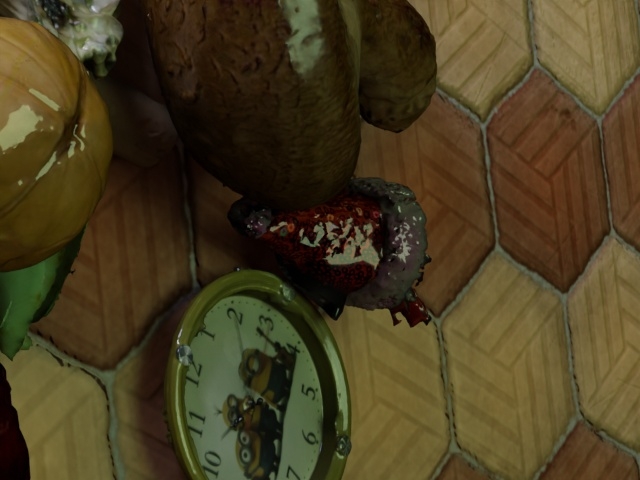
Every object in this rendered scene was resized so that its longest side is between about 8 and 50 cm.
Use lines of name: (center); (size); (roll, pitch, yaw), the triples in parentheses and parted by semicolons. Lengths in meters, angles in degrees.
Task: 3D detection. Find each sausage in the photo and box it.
sausage: (-0.234, -0.125, 1.508); (0.301, 0.066, 0.066); (20, 69, -48)

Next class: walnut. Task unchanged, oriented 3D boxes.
walnut: (-0.256, -0.067, 1.344); (0.193, 0.226, 0.193); (-4, 94, -63)

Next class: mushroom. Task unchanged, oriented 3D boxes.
mushroom: (-0.050, -0.189, 1.567); (0.239, 0.345, 0.345); (-37, 116, -7)

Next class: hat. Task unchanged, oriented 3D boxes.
hat: (-0.002, 0.004, 1.695); (0.227, 0.129, 0.140); (9, 74, -51)

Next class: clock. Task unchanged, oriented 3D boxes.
clock: (-0.063, 0.143, 1.664); (0.237, 0.057, 0.237); (15, 70, -48)

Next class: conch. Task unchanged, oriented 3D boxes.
conch: (-0.223, 0.007, 1.495); (0.106, 0.079, 0.170); (-2, 101, -43)

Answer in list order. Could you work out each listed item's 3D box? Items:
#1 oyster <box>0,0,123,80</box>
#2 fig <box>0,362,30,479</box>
oyster: (-0.245, -0.269, 1.490); (0.201, 0.107, 0.354); (29, 42, -47)
fig: (-0.306, 0.136, 1.270); (0.263, 0.224, 0.224); (-49, 119, -40)
